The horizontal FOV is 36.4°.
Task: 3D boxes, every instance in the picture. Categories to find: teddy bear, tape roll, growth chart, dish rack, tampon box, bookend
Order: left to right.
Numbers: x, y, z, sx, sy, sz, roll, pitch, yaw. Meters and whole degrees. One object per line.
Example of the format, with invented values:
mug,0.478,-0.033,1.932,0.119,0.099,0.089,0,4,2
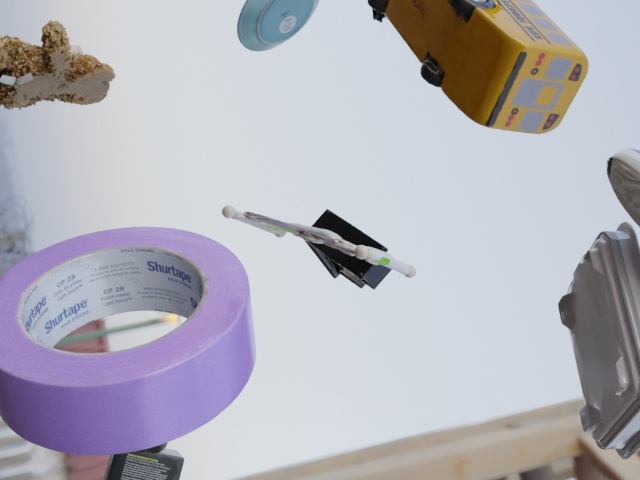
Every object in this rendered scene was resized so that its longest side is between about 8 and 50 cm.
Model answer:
teddy bear,-0.580,-0.340,1.909,0.113,0.338,0.245,63,-27,26
tape roll,-0.206,0.093,1.001,0.275,0.275,0.090,-125,-153,-53
tampon box,-0.271,0.378,1.414,0.120,0.101,0.161,153,-47,-75
growth chart,0.000,0.000,1.163,0.237,0.172,0.021,17,-93,35
bookend,0.068,0.041,1.749,0.156,0.072,0.157,35,-11,36
dish rack,0.468,0.165,1.590,0.285,0.072,0.332,94,-7,-58

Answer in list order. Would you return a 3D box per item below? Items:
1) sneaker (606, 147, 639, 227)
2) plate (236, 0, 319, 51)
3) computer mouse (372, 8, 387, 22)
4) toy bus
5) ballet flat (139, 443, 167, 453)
sneaker,0.624,-0.076,1.462,0.323,0.236,0.130,46,-17,32
plate,-0.068,-0.411,1.752,0.024,0.188,0.188,48,-30,24
computer mouse,0.071,-0.497,1.809,0.184,0.060,0.262,62,4,10
toy bus,0.168,-0.262,1.138,0.332,0.130,0.108,-115,-144,-45
ballet flat,-0.260,0.203,1.197,0.173,0.057,0.049,33,-5,1
